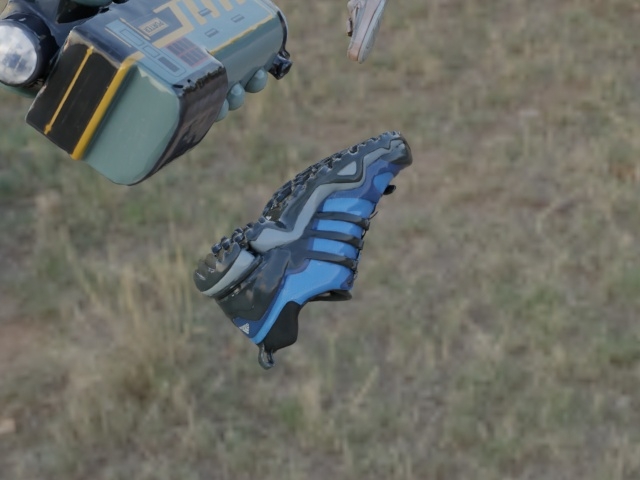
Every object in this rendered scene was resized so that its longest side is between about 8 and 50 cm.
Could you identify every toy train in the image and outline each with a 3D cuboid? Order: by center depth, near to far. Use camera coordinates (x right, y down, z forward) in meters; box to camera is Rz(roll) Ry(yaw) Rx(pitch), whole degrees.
[{"bbox_3d":[-0.143,-0.164,1.357,0.190,0.142,0.334,38,27,5],"label":"toy train"}]

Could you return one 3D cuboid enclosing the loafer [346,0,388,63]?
[{"bbox_3d":[0.044,-0.228,1.583,0.039,0.045,0.125,19,69,6],"label":"loafer"}]

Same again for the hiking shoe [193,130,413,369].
[{"bbox_3d":[0.000,0.000,1.758,0.304,0.132,0.113,-40,11,-28],"label":"hiking shoe"}]
